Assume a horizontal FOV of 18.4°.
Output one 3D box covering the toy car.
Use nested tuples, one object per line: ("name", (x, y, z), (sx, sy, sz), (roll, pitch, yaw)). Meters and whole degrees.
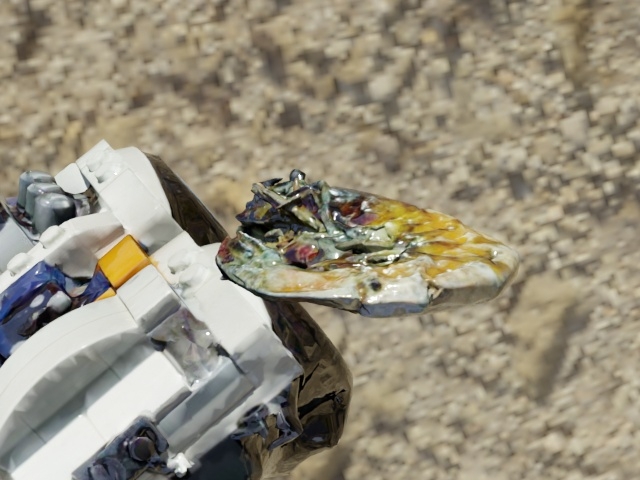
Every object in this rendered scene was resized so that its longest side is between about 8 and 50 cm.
("toy car", (-0.115, 0.052, 0.867), (0.118, 0.193, 0.301), (51, 177, -29))

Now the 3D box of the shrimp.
("shrimp", (0.000, 0.000, 0.708), (0.161, 0.091, 0.034), (18, 112, 55))
